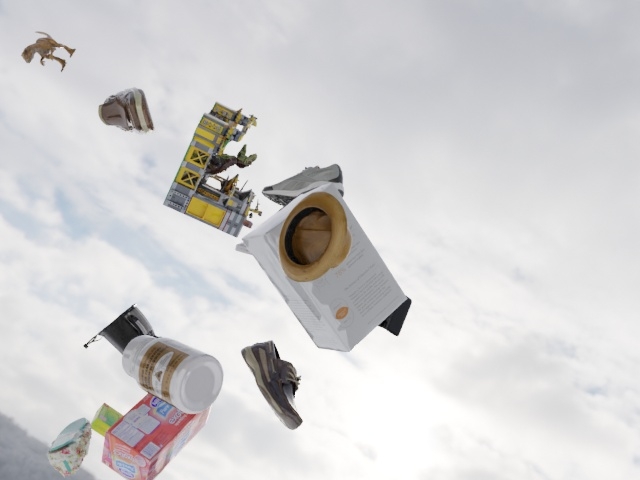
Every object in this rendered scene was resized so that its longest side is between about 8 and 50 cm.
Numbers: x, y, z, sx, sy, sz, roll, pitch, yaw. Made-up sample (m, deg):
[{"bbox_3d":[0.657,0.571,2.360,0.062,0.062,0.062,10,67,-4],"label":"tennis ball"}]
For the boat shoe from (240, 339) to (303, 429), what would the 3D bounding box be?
[{"bbox_3d":[-0.131,0.426,2.105,0.355,0.130,0.132,50,-11,45],"label":"boat shoe"}]

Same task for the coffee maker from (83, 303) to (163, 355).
[{"bbox_3d":[-0.514,0.290,1.860,0.178,0.171,0.120,50,-4,-5],"label":"coffee maker"}]

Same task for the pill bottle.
[{"bbox_3d":[-0.333,0.285,1.501,0.229,0.131,0.131,12,-35,41],"label":"pill bottle"}]

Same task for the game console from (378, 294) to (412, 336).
[{"bbox_3d":[0.197,0.203,1.984,0.107,0.122,0.071,20,-15,15],"label":"game console"}]

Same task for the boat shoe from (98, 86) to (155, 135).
[{"bbox_3d":[-0.398,-0.254,1.379,0.257,0.095,0.095,-145,-140,-67],"label":"boat shoe"}]

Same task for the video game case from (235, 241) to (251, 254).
[{"bbox_3d":[-0.131,0.031,1.982,0.184,0.023,0.201,15,9,10],"label":"video game case"}]

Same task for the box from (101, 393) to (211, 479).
[{"bbox_3d":[-0.449,0.521,1.902,0.154,0.300,0.142,29,-55,13],"label":"box"}]

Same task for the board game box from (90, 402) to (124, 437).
[{"bbox_3d":[-0.604,0.578,2.064,0.181,0.043,0.092,39,9,-13],"label":"board game box"}]

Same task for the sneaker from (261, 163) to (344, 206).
[{"bbox_3d":[-0.049,-0.160,1.991,0.272,0.107,0.100,-6,-22,29],"label":"sneaker"}]

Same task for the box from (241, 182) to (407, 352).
[{"bbox_3d":[0.010,0.068,1.649,0.345,0.215,0.168,57,-25,-12],"label":"box"}]

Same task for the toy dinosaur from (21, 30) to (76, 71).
[{"bbox_3d":[-0.651,-0.469,1.636,0.112,0.211,0.064,32,-69,-20],"label":"toy dinosaur"}]

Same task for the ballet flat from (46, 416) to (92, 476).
[{"bbox_3d":[-0.561,0.470,1.534,0.241,0.091,0.077,-172,-121,-82],"label":"ballet flat"}]

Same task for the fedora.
[{"bbox_3d":[0.000,0.000,1.315,0.079,0.194,0.194,21,-19,-39],"label":"fedora"}]

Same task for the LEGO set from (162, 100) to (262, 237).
[{"bbox_3d":[-0.188,-0.151,1.448,0.192,0.254,0.331,25,7,-10],"label":"LEGO set"}]
